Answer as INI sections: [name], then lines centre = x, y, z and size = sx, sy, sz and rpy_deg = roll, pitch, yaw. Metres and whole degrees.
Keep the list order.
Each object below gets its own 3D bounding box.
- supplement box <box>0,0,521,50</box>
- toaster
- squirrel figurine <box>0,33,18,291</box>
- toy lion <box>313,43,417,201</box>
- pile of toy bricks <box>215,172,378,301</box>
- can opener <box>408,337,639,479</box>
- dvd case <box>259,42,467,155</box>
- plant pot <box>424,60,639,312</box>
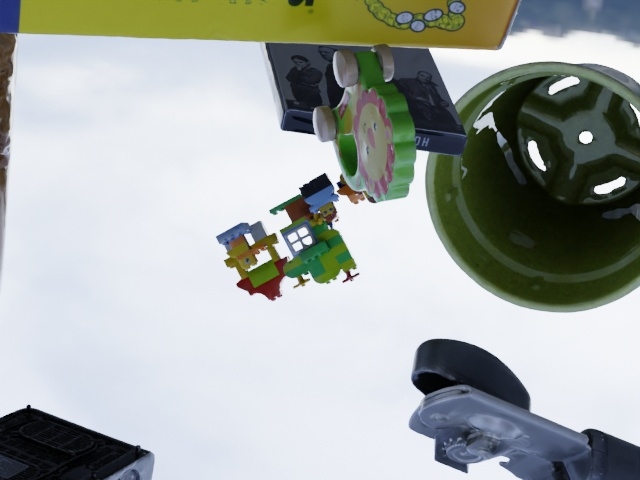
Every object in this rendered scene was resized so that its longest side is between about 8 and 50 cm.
[supplement box]
centre = -0.043, -0.261, 0.936
size = 0.356, 0.195, 0.194
rpy_deg = 0, -134, -16
[toaster]
centre = -0.271, 0.236, 1.314
size = 0.185, 0.110, 0.168
rpy_deg = 15, -160, 27
[squirrel figurine]
centre = -0.429, -0.099, 1.127
size = 0.370, 0.281, 0.397
rpy_deg = 4, 176, -13
[toy lion]
centre = 0.031, -0.063, 0.877
size = 0.034, 0.100, 0.096
rpy_deg = -9, -115, -18
[pile of toy bricks]
centre = 0.000, 0.000, 1.468
size = 0.212, 0.105, 0.118
rpy_deg = -29, 175, 9
[can opener]
centre = 0.189, 0.144, 1.015
size = 0.283, 0.076, 0.095
rpy_deg = 23, -128, -21
[dvd case]
centre = 0.033, -0.167, 1.415
size = 0.179, 0.030, 0.239
rpy_deg = 7, -147, -15
[plant pot]
centre = 0.284, -0.090, 1.629
size = 0.276, 0.276, 0.254
rpy_deg = 11, -158, 17
